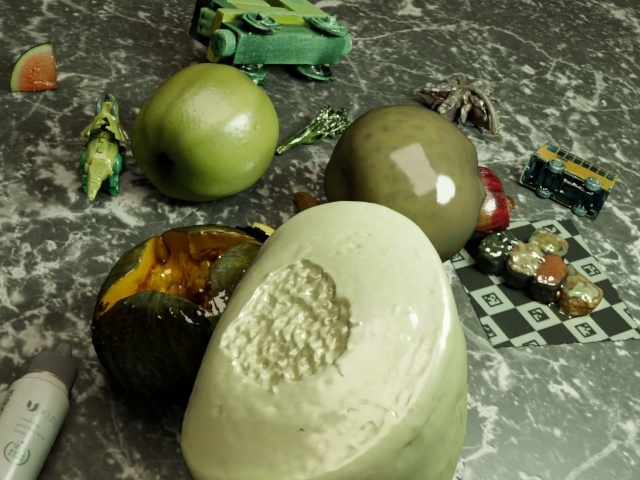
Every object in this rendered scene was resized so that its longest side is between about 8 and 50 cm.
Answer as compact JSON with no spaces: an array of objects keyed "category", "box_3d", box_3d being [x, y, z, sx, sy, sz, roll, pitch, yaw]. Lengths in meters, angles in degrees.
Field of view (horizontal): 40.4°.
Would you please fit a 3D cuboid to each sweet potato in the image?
[{"category":"sweet potato","box_3d":[0.000,0.000,1.608,0.072,0.066,0.314,8,35,-36]}]

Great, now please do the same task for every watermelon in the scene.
[{"category":"watermelon","box_3d":[-0.606,-0.355,1.866,0.094,0.125,0.135,45,75,-8]}]

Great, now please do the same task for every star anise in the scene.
[{"category":"star anise","box_3d":[0.342,-0.325,2.041,0.231,0.089,0.209,23,48,29]}]

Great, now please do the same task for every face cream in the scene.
[{"category":"face cream","box_3d":[-0.405,0.259,1.192,0.092,0.092,0.311,13,40,1]}]

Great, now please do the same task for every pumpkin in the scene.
[{"category":"pumpkin","box_3d":[-0.193,0.106,1.302,0.320,0.192,0.320,-11,32,7]}]

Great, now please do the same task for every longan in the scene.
[{"category":"longan","box_3d":[0.151,-0.093,1.585,0.288,0.288,0.350,1,49,-13]}]

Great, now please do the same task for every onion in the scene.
[{"category":"onion","box_3d":[0.317,-0.094,1.721,0.151,0.098,0.206,-10,24,-9]}]

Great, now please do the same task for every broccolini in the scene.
[{"category":"broccolini","box_3d":[-0.023,-0.228,1.886,0.201,0.058,0.074,-36,44,-23]}]

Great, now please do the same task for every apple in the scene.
[{"category":"apple","box_3d":[-0.216,-0.206,1.666,0.279,0.279,0.279,7,41,-6]}]

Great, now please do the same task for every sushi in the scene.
[{"category":"sushi","box_3d":[0.418,0.047,1.654,0.320,0.069,0.339,-1,43,-15]}]

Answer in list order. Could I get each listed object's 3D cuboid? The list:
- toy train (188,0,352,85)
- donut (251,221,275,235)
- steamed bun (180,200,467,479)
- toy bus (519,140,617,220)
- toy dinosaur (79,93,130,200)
[{"category":"toy train","box_3d":[-0.118,-0.478,2.018,0.397,0.160,0.253,-11,41,-43]},{"category":"donut","box_3d":[-0.131,0.040,1.521,0.181,0.078,0.146,-16,46,-27]},{"category":"steamed bun","box_3d":[0.048,0.210,1.130,0.289,0.371,0.456,6,52,22]},{"category":"toy bus","box_3d":[0.534,-0.134,1.872,0.182,0.091,0.103,29,42,16]},{"category":"toy dinosaur","box_3d":[-0.407,-0.145,1.615,0.094,0.153,0.259,4,50,-7]}]
